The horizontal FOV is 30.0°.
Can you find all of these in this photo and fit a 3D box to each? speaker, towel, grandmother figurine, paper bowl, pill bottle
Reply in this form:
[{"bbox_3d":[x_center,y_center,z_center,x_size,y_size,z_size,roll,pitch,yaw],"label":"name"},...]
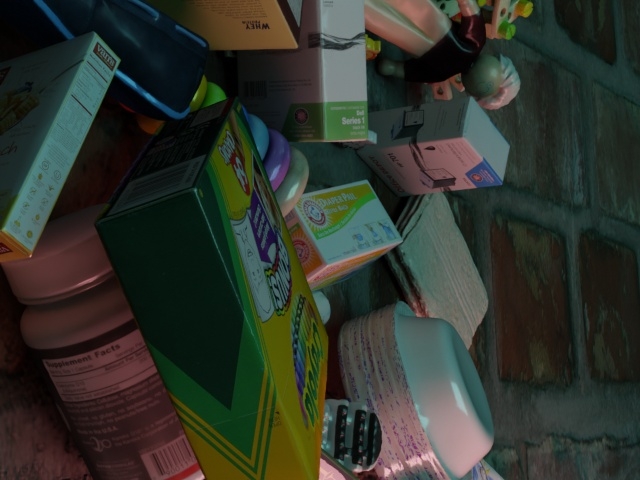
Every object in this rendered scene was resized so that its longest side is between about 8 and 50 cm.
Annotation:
[{"bbox_3d":[-0.044,0.103,1.586,0.136,0.055,0.055,-15,96,-57],"label":"speaker"},{"bbox_3d":[0.191,0.059,1.957,0.187,0.049,0.282,-56,129,-44],"label":"towel"},{"bbox_3d":[0.171,-0.310,1.859,0.342,0.208,0.104,29,55,-25],"label":"grandmother figurine"},{"bbox_3d":[0.146,0.223,1.679,0.284,0.148,0.284,-22,90,-77],"label":"paper bowl"},{"bbox_3d":[-0.209,0.115,1.236,0.161,0.161,0.283,-46,121,-50],"label":"pill bottle"}]

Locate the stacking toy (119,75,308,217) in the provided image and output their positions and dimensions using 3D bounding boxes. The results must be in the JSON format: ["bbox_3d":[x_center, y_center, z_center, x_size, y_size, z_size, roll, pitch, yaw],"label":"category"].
[{"bbox_3d":[-0.158,-0.153,1.411,0.330,0.141,0.141,47,46,-34],"label":"stacking toy"}]

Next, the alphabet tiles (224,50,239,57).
[{"bbox_3d":[-0.107,-0.339,1.588,0.237,0.009,0.198,-4,87,-46],"label":"alphabet tiles"}]

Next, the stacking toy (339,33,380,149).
[{"bbox_3d":[0.004,-0.241,1.733,0.221,0.052,0.167,19,68,-44],"label":"stacking toy"}]

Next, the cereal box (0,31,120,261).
[{"bbox_3d":[-0.301,-0.082,1.132,0.047,0.173,0.240,47,46,-39],"label":"cereal box"}]

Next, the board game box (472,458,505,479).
[{"bbox_3d":[0.260,0.439,1.988,0.201,0.035,0.136,46,48,-42],"label":"board game box"}]

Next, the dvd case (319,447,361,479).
[{"bbox_3d":[-0.033,0.330,1.474,0.221,0.164,0.018,46,11,-42],"label":"dvd case"}]

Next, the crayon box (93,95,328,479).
[{"bbox_3d":[-0.090,0.049,1.220,0.363,0.106,0.313,-83,153,-70],"label":"crayon box"}]

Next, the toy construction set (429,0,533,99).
[{"bbox_3d":[0.245,-0.392,2.063,0.327,0.151,0.215,-49,148,-40],"label":"toy construction set"}]

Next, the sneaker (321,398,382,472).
[{"bbox_3d":[-0.065,0.225,1.488,0.292,0.118,0.110,28,59,-28],"label":"sneaker"}]

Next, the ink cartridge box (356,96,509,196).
[{"bbox_3d":[0.174,-0.142,1.841,0.139,0.191,0.082,42,51,-44],"label":"ink cartridge box"}]

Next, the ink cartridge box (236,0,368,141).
[{"bbox_3d":[-0.025,-0.237,1.536,0.093,0.160,0.219,-8,99,-45],"label":"ink cartridge box"}]

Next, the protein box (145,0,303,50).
[{"bbox_3d":[-0.135,-0.324,1.358,0.201,0.200,0.136,59,35,-64],"label":"protein box"}]

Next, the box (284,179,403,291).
[{"bbox_3d":[0.000,0.000,1.595,0.203,0.114,0.103,-16,73,-56],"label":"box"}]

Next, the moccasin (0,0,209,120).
[{"bbox_3d":[-0.251,-0.253,1.211,0.342,0.138,0.116,40,73,-45],"label":"moccasin"}]
